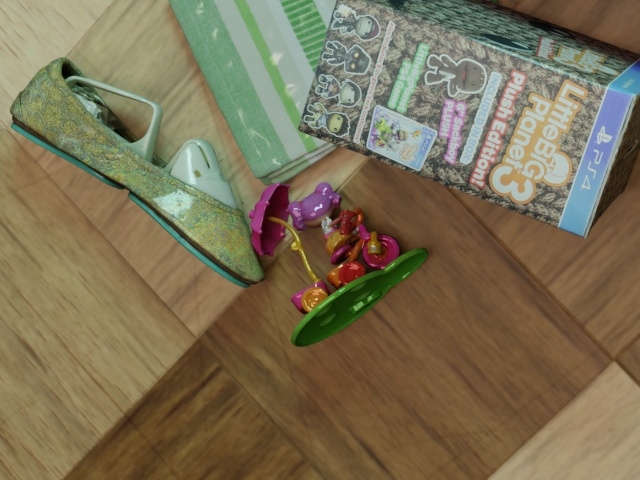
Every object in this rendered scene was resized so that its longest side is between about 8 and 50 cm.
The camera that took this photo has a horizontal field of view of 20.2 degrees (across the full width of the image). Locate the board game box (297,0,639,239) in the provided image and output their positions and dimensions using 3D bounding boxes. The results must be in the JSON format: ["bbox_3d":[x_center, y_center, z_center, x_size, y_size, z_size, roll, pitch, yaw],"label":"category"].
[{"bbox_3d":[0.162,-0.138,1.727,0.291,0.232,0.141,21,108,12],"label":"board game box"}]

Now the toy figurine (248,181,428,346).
[{"bbox_3d":[0.000,0.000,1.915,0.173,0.130,0.159,-34,74,-2],"label":"toy figurine"}]

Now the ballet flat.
[{"bbox_3d":[-0.184,-0.085,1.963,0.348,0.123,0.123,35,106,14],"label":"ballet flat"}]

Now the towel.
[{"bbox_3d":[0.020,-0.231,1.912,0.325,0.038,0.248,-27,86,22],"label":"towel"}]
